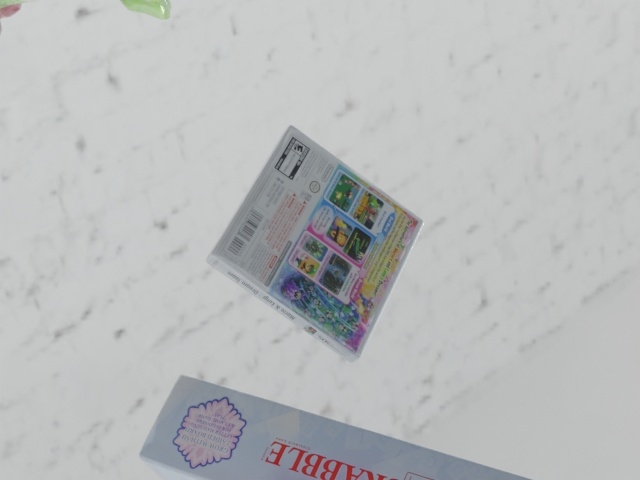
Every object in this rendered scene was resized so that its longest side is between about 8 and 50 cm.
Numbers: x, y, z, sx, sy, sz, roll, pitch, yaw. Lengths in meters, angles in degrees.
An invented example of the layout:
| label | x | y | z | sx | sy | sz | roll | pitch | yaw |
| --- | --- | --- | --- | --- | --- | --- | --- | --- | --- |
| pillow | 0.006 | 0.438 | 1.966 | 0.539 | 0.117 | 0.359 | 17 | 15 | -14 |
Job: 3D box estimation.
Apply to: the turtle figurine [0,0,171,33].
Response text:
| label | x | y | z | sx | sy | sz | roll | pitch | yaw |
| --- | --- | --- | --- | --- | --- | --- | --- | --- | --- |
| turtle figurine | -0.172 | -0.027 | 0.470 | 0.266 | 0.198 | 0.274 | -26 | -103 | 1 |

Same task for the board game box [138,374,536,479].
| label | x | y | z | sx | sy | sz | roll | pitch | yaw |
| --- | --- | --- | --- | --- | --- | --- | --- | --- | --- |
| board game box | 0.084 | 0.222 | 0.841 | 0.318 | 0.318 | 0.066 | 12 | -118 | 31 |

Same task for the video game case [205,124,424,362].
| label | x | y | z | sx | sy | sz | roll | pitch | yaw |
| --- | --- | --- | --- | --- | --- | --- | --- | --- | --- |
| video game case | 0.000 | 0.000 | 1.035 | 0.143 | 0.019 | 0.157 | 36 | -129 | -9 |
